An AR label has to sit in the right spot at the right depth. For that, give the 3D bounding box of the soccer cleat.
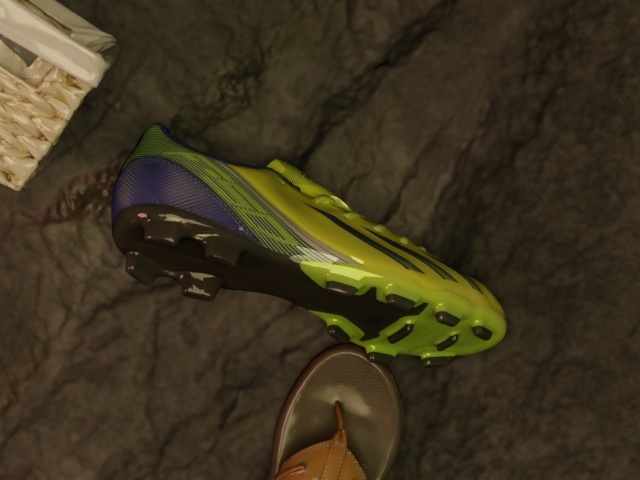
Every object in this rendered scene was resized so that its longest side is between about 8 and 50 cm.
[{"bbox_3d":[0.000,-0.001,1.338,0.289,0.093,0.121,19,53,-18],"label":"soccer cleat"}]

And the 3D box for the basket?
[{"bbox_3d":[-0.202,-0.107,1.270,0.113,0.167,0.103,33,96,-8],"label":"basket"}]

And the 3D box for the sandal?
[{"bbox_3d":[-0.010,0.177,1.366,0.090,0.060,0.219,31,90,-8],"label":"sandal"}]
